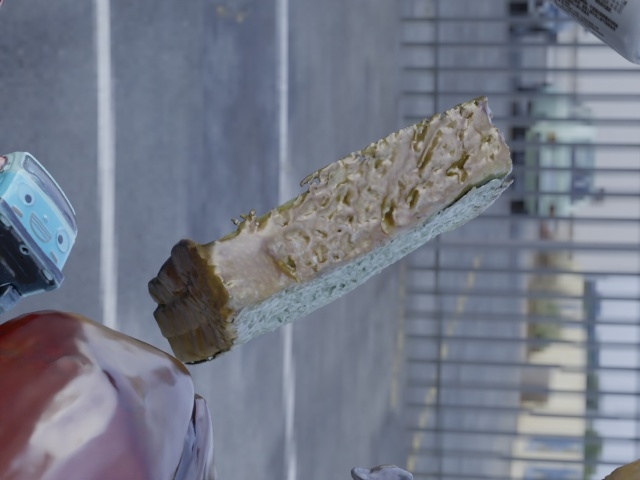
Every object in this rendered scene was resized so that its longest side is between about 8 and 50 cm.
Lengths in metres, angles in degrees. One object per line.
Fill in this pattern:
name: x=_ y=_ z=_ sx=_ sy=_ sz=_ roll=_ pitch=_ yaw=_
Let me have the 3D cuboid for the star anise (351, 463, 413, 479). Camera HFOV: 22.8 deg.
star anise: x=0.093 y=0.264 z=1.182 sx=0.081 sy=0.262 sz=0.230 roll=-31 pitch=157 yaw=-37

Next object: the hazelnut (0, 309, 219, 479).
hazelnut: x=-0.143 y=0.150 z=0.795 sx=0.181 sy=0.181 sz=0.212 roll=-78 pitch=148 yaw=-41

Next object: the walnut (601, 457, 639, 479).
walnut: x=0.327 y=0.270 z=1.438 sx=0.141 sy=0.204 sz=0.238 roll=-91 pitch=178 yaw=-63

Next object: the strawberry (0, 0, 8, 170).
strawberry: x=-0.271 y=-0.090 z=0.870 sx=0.234 sy=0.178 sz=0.234 roll=8 pitch=90 yaw=-86

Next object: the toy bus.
toy bus: x=-0.401 y=-0.003 z=1.786 sx=0.133 sy=0.271 sz=0.165 roll=56 pitch=34 yaw=-29

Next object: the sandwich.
sandwich: x=0.000 y=0.001 z=1.171 sx=0.087 sy=0.251 sz=0.226 roll=63 pitch=-21 yaw=1

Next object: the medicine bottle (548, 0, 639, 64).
medicine bottle: x=0.228 y=-0.178 z=1.157 sx=0.079 sy=0.140 sz=0.079 roll=-32 pitch=147 yaw=-24
